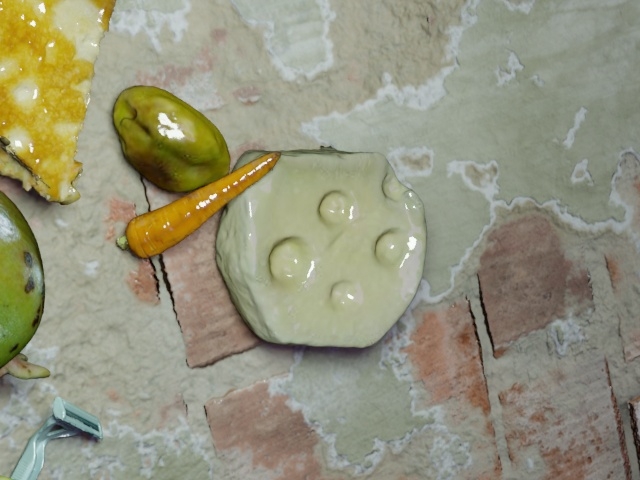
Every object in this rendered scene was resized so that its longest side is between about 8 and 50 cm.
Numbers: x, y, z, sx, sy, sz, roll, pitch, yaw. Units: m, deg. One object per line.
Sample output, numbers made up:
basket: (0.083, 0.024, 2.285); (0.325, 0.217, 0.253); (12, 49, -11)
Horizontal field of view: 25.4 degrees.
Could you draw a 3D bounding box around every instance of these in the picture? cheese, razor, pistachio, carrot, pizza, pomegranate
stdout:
cheese: (0.000, 0.000, 2.024); (0.318, 0.115, 0.326); (-43, 113, -19)
razor: (-0.399, 0.336, 1.869); (0.278, 0.056, 0.111); (-56, 152, -7)
pistachio: (-0.196, -0.132, 1.910); (0.189, 0.110, 0.100); (45, 43, -24)
carrot: (-0.159, -0.046, 1.915); (0.257, 0.061, 0.061); (-28, 109, 5)
pizza: (-0.411, -0.229, 1.772); (0.440, 0.130, 0.406); (-22, 105, -37)
pomegranate: (-0.460, 0.092, 1.693); (0.291, 0.291, 0.323); (-22, 113, -26)

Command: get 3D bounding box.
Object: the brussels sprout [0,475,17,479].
brussels sprout: (-0.489, 0.447, 1.663); (0.425, 0.361, 0.342); (39, 31, -19)
